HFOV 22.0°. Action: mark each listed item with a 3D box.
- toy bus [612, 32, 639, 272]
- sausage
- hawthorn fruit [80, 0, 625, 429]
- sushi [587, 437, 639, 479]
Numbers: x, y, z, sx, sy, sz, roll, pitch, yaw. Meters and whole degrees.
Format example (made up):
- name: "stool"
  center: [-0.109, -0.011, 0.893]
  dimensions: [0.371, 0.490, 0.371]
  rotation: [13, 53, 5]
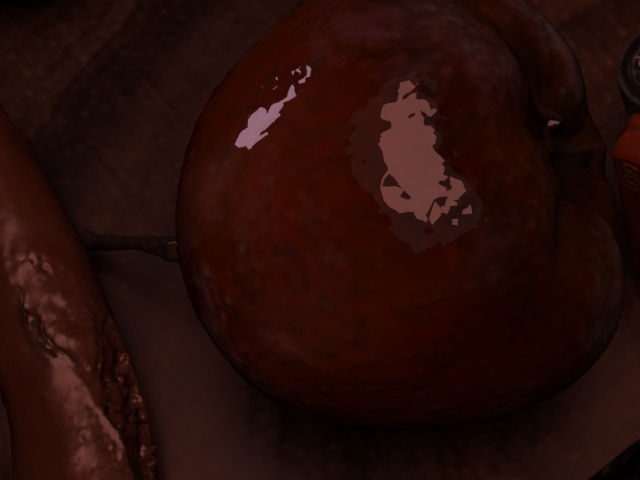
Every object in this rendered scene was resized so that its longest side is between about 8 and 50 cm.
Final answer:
- name: "toy bus"
  center: [0.289, -0.120, 0.891]
  dimensions: [0.153, 0.143, 0.329]
  rotation: [25, 69, 29]
- name: "sausage"
  center: [-0.158, 0.048, 0.903]
  dimensions: [0.087, 0.079, 0.327]
  rotation: [-18, 70, -17]
- name: "hawthorn fruit"
  center: [0.038, -0.002, 0.836]
  dimensions: [0.231, 0.235, 0.263]
  rotation: [33, 104, -16]
- name: "sushi"
  center: [0.222, 0.206, 0.698]
  dimensions: [0.299, 0.294, 0.281]
  rotation: [31, 85, 12]
